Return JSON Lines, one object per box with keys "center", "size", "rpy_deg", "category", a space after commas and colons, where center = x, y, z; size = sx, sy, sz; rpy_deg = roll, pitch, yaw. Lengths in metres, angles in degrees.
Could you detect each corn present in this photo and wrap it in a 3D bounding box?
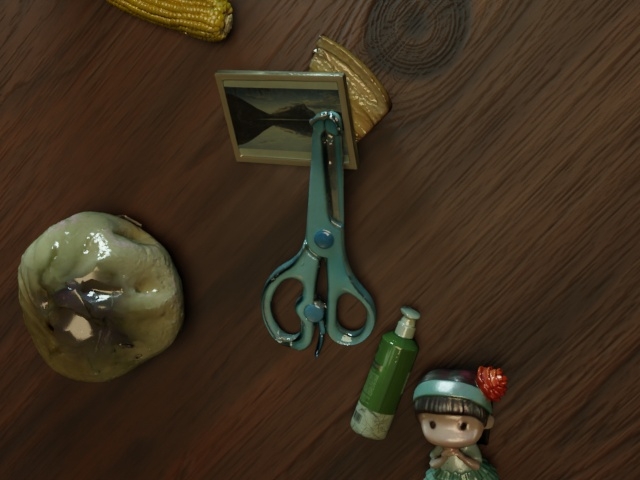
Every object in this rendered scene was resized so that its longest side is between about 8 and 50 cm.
{"center": [-0.227, -0.353, 1.134], "size": [0.203, 0.072, 0.072], "rpy_deg": [19, 100, 8], "category": "corn"}

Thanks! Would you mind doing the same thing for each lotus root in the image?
{"center": [0.036, -0.210, 1.090], "size": [0.135, 0.095, 0.159], "rpy_deg": [38, 139, 0], "category": "lotus root"}

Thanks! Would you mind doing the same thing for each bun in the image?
{"center": [-0.349, 0.092, 1.166], "size": [0.273, 0.168, 0.272], "rpy_deg": [2, 106, 8], "category": "bun"}

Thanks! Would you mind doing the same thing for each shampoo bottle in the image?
{"center": [0.105, 0.199, 1.156], "size": [0.065, 0.065, 0.204], "rpy_deg": [20, 102, 6], "category": "shampoo bottle"}

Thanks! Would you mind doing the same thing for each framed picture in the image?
{"center": [-0.048, -0.174, 1.093], "size": [0.203, 0.015, 0.150], "rpy_deg": [7, 129, 24], "category": "framed picture"}

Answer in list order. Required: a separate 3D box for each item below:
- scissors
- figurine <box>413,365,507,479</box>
{"center": [0.000, 0.000, 1.118], "size": [0.180, 0.032, 0.392], "rpy_deg": [5, 114, 8], "category": "scissors"}
{"center": [0.214, 0.303, 1.132], "size": [0.138, 0.110, 0.245], "rpy_deg": [-5, 101, 8], "category": "figurine"}
